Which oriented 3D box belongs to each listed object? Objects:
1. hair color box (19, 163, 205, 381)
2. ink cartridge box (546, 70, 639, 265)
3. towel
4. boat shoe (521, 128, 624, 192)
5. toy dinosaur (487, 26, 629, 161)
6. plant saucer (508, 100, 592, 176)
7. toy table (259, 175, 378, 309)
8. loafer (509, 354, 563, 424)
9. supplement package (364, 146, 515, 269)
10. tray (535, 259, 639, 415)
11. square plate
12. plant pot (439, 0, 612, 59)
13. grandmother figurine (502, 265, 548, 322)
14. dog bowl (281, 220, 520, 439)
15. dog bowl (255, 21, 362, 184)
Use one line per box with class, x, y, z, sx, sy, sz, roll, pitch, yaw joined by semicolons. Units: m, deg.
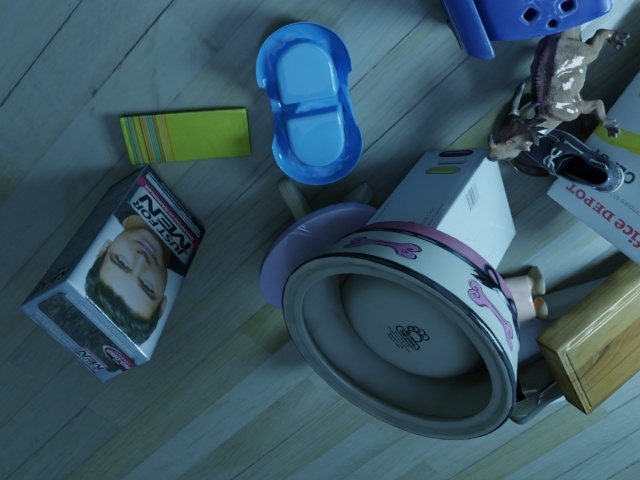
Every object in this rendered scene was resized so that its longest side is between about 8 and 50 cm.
hair color box;-0.343;0.041;1.083;0.113;0.374;0.185;-26;118;22
ink cartridge box;0.639;-0.147;1.057;0.160;0.279;0.385;2;127;-46
towel;-0.254;-0.199;1.160;0.237;0.021;0.102;-4;126;-1
boat shoe;0.437;-0.149;1.087;0.065;0.206;0.075;-4;124;-49
toy dinosaur;0.395;-0.274;1.033;0.200;0.127;0.296;-1;102;-20
plant saucer;0.436;-0.204;1.177;0.168;0.029;0.168;0;119;-1
toy table;0.000;0.000;1.202;0.274;0.161;0.252;-25;117;11
loafer;0.493;0.325;1.391;0.087;0.094;0.251;22;117;-18
supplement package;0.230;-0.019;1.126;0.145;0.262;0.204;2;128;39
tray;0.663;0.163;1.286;0.411;0.076;0.203;-37;116;-7
square plate;0.555;0.276;1.448;0.344;0.049;0.347;-19;119;8
plant pot;0.276;-0.427;0.932;0.212;0.236;0.236;-24;119;18
grandmother figurine;0.315;0.153;1.343;0.342;0.104;0.208;-7;88;6
dog bowl;0.143;0.142;1.020;0.408;0.150;0.408;22;138;22
dog bowl;-0.018;-0.249;1.108;0.166;0.074;0.297;-9;119;3
